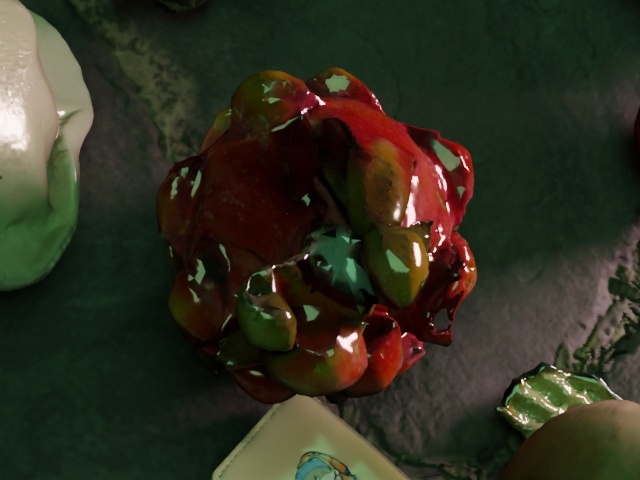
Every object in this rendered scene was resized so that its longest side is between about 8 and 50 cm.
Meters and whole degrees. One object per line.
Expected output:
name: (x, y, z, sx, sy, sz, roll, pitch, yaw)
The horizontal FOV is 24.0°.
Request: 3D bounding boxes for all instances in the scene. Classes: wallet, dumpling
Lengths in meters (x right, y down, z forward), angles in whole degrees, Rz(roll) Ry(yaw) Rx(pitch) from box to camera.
wallet: (0.005, 0.192, 1.096, 0.155, 0.039, 0.110, 40, 67, 5)
dumpling: (-0.278, -0.101, 1.109, 0.243, 0.187, 0.318, -24, 83, -56)

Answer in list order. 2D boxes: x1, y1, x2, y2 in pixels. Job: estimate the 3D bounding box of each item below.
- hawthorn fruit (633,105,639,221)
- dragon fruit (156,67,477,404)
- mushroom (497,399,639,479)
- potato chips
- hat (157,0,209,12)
hawthorn fruit: (0.308, -0.085, 1.195, 0.125, 0.125, 0.140, 45, 69, 7)
dragon fruit: (0.003, 0.011, 1.040, 0.228, 0.243, 0.307, -10, 49, 3)
mushroom: (0.265, 0.217, 1.023, 0.290, 0.292, 0.292, -33, 79, -38)
potato chips: (0.227, 0.171, 1.144, 0.207, 0.028, 0.092, 41, 70, 5)
hat: (-0.109, -0.213, 1.202, 0.121, 0.121, 0.050, -33, 118, -18)
